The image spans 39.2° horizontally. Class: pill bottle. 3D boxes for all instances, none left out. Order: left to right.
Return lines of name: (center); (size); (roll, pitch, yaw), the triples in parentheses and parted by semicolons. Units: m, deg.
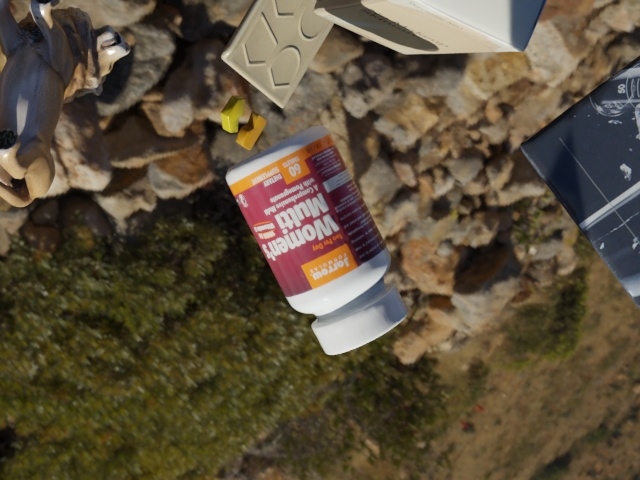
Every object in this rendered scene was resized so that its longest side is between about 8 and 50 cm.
pill bottle: (0.000, 0.000, 0.947); (0.121, 0.121, 0.221); (-30, 95, -29)

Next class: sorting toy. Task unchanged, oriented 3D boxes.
sorting toy: (-0.090, -0.318, 1.530); (0.307, 0.041, 0.229); (-59, 152, 0)

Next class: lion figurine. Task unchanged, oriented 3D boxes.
lion figurine: (-0.372, -0.171, 1.153); (0.240, 0.142, 0.392); (90, 11, -60)

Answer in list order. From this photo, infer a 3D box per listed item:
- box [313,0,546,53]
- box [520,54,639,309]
box: (0.116, -0.288, 0.990); (0.147, 0.311, 0.121); (20, 94, -19)
box: (0.403, -0.030, 0.760); (0.312, 0.343, 0.179); (-38, 166, 16)
